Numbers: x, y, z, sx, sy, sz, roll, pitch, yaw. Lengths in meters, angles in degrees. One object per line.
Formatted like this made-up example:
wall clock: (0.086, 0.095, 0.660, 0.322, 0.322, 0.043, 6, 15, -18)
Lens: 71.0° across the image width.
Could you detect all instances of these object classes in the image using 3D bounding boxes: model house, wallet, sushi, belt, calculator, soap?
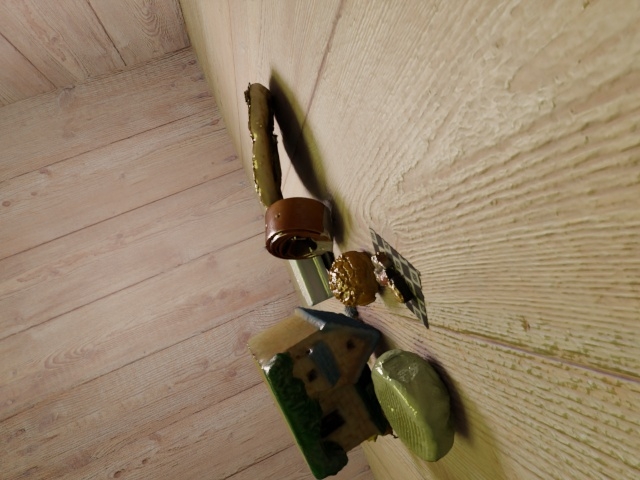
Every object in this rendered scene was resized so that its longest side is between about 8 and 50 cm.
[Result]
model house: (0.033, 0.389, 1.263, 0.382, 0.342, 0.334, 66, 163, -8)
wallet: (0.001, 0.000, 1.404, 0.124, 0.025, 0.244, -124, 15, -57)
sushi: (0.134, 0.074, 0.850, 0.201, 0.031, 0.139, -130, 20, -59)
belt: (-0.055, -0.021, 1.187, 0.261, 0.184, 0.105, 120, 150, -66)
calculator: (0.095, 0.232, 1.459, 0.172, 0.018, 0.057, 92, 155, -71)
soap: (-0.050, 0.065, 1.480, 0.173, 0.095, 0.289, 129, 119, -80)

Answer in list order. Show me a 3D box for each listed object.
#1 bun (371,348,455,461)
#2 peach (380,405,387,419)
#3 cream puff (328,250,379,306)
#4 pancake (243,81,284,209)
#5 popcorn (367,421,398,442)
bun: (0.190, 0.317, 0.887, 0.221, 0.108, 0.221, 53, 160, 30)
peach: (0.199, 0.438, 1.185, 0.083, 0.083, 0.083, 157, 90, -80)
cream puff: (0.071, 0.089, 1.011, 0.144, 0.103, 0.126, 101, 147, -63)
pancake: (-0.150, -0.253, 1.268, 0.382, 0.071, 0.382, -7, -90, -90)
popcorn: (0.164, 0.598, 1.499, 0.173, 0.168, 0.195, 14, 150, 30)
